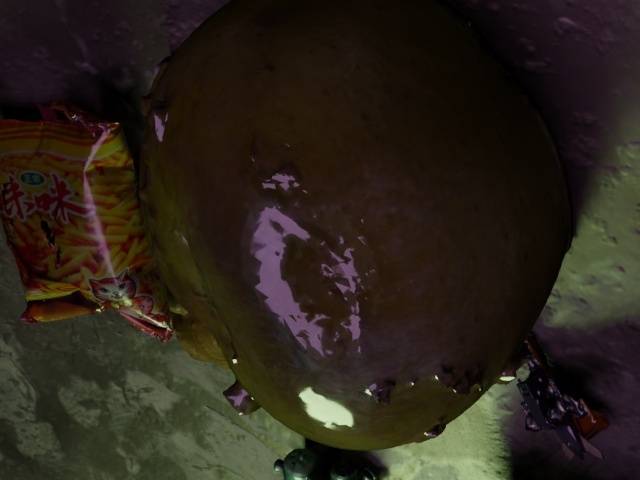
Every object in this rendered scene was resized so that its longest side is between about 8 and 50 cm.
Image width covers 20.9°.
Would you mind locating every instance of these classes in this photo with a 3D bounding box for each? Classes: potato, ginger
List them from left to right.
[{"bbox_3d":[-0.099,0.093,1.895,0.205,0.081,0.115,9,97,34],"label":"ginger"},{"bbox_3d":[0.000,0.000,1.584,0.385,0.319,0.442,-22,111,30],"label":"potato"}]

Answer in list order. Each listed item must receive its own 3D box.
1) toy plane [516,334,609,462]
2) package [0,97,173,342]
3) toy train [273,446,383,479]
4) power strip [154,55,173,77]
[{"bbox_3d":[0.222,0.149,1.767,0.188,0.062,0.135,50,159,-9],"label":"toy plane"},{"bbox_3d":[-0.272,-0.030,1.885,0.223,0.108,0.288,7,118,32],"label":"package"},{"bbox_3d":[0.001,0.322,2.015,0.132,0.083,0.200,18,130,21],"label":"toy train"},{"bbox_3d":[-0.100,-0.073,1.795,0.109,0.037,0.279,10,128,23],"label":"power strip"}]
